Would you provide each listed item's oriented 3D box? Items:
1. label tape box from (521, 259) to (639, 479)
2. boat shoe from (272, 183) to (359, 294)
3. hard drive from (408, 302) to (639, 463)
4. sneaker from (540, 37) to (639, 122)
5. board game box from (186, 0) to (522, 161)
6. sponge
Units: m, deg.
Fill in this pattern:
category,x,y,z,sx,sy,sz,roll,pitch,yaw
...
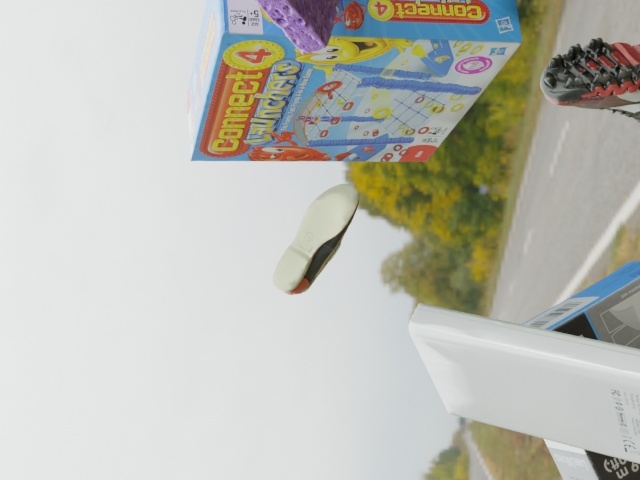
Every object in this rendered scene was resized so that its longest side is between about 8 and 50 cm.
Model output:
category,x,y,z,sx,sy,sz,roll,pitch,yaw
label tape box,0.411,0.220,1.272,0.333,0.241,0.106,64,162,-3
boat shoe,0.000,0.000,1.062,0.137,0.049,0.043,-56,-30,5
hard drive,0.260,0.160,1.034,0.040,0.308,0.203,-62,-34,-27
sneaker,0.418,-0.206,1.327,0.135,0.276,0.097,93,158,-46
board game box,0.018,-0.184,1.089,0.308,0.302,0.086,123,143,-68
sponge,-0.054,-0.266,0.840,0.210,0.031,0.117,43,-135,-39
